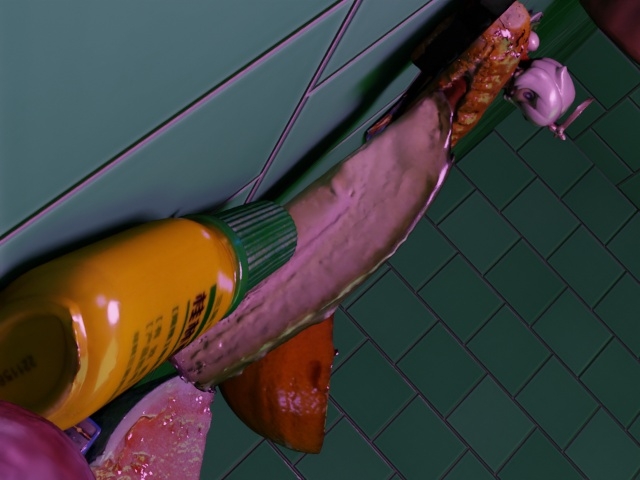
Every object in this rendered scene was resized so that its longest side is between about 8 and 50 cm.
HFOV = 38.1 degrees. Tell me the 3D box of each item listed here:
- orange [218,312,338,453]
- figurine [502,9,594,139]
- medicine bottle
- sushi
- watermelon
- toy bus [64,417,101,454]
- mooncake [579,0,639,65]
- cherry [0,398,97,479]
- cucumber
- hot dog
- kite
[{"bbox_3d":[-0.030,0.159,1.302,0.274,0.274,0.310,-41,-148,-18],"label":"orange"},{"bbox_3d":[0.292,-0.210,1.225,0.132,0.154,0.132,-43,176,-4],"label":"figurine"},{"bbox_3d":[-0.091,0.025,0.574,0.111,0.076,0.309,-44,177,23],"label":"medicine bottle"},{"bbox_3d":[0.123,-0.183,0.756,0.201,0.031,0.139,-45,-176,-3],"label":"sushi"},{"bbox_3d":[-0.259,0.301,1.213,0.260,0.176,0.256,-18,148,-44],"label":"watermelon"},{"bbox_3d":[-0.291,0.237,1.050,0.061,0.051,0.153,-55,-177,-35],"label":"toy bus"},{"bbox_3d":[0.518,-0.325,1.315,0.161,0.290,0.290,-49,173,30],"label":"mooncake"},{"bbox_3d":[-0.191,0.184,0.333,0.286,0.212,0.236,-66,-164,1],"label":"cherry"},{"bbox_3d":[0.001,0.001,0.825,0.325,0.105,0.145,-41,-179,5],"label":"cucumber"},{"bbox_3d":[0.135,-0.140,0.978,0.083,0.068,0.289,-44,173,-35],"label":"hot dog"},{"bbox_3d":[0.095,-0.147,1.019,0.160,0.010,0.183,-34,168,-43],"label":"kite"}]
